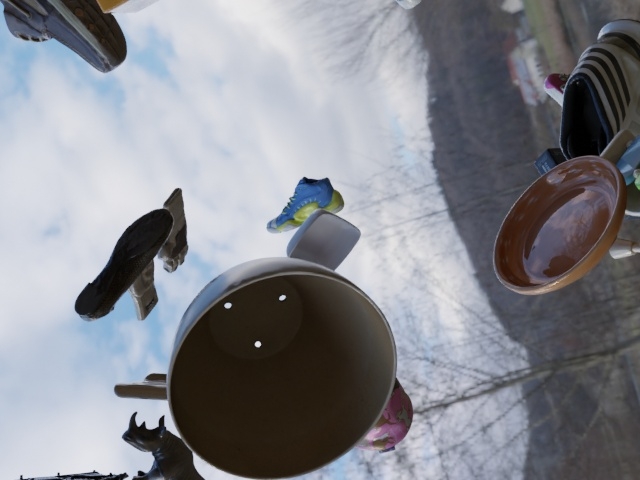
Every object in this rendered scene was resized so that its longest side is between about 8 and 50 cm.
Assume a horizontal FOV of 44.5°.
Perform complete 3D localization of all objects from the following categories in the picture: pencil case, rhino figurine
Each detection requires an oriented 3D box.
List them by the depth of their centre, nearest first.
[{"bbox_3d":[-0.263,0.391,1.338,0.073,0.106,0.243,-124,11,-74],"label":"rhino figurine"},{"bbox_3d":[0.051,0.289,1.627,0.386,0.160,0.167,55,-138,-37],"label":"pencil case"}]

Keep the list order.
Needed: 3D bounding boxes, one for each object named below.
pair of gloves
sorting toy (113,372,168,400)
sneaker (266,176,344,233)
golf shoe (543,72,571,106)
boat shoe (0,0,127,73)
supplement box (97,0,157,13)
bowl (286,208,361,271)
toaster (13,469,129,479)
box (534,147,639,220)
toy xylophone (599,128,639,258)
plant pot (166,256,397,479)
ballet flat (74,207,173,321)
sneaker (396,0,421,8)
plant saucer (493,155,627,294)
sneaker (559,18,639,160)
[{"bbox_3d":[-0.349,0.025,1.665,0.204,0.042,0.240,91,-160,-48],"label":"pair of gloves"},{"bbox_3d":[-0.254,0.274,1.426,0.208,0.193,0.038,49,-137,-85],"label":"sorting toy"},{"bbox_3d":[-0.056,-0.106,2.167,0.126,0.240,0.091,68,-163,-8],"label":"sneaker"},{"bbox_3d":[0.720,-0.339,2.135,0.306,0.140,0.115,30,-129,-10],"label":"golf shoe"},{"bbox_3d":[-0.499,-0.425,1.413,0.355,0.130,0.132,46,-154,-1],"label":"boat shoe"},{"bbox_3d":[-0.317,-0.425,1.291,0.078,0.080,0.233,62,-175,-14],"label":"supplement box"},{"bbox_3d":[0.000,0.000,1.681,0.142,0.142,0.053,27,-164,-41],"label":"bowl"},{"bbox_3d":[-0.438,0.459,1.353,0.168,0.185,0.110,4,-104,-28],"label":"toaster"},{"bbox_3d":[0.620,-0.126,1.773,0.232,0.059,0.183,-6,-121,-30],"label":"box"},{"bbox_3d":[0.493,-0.084,1.003,0.081,0.322,0.236,51,-123,-19],"label":"toy xylophone"},{"bbox_3d":[-0.065,0.137,1.023,0.284,0.284,0.191,64,175,-25],"label":"plant pot"},{"bbox_3d":[-0.353,0.048,1.440,0.250,0.084,0.058,-54,-37,-12],"label":"ballet flat"},{"bbox_3d":[0.072,-0.337,0.919,0.084,0.058,0.152,32,-150,-35],"label":"sneaker"},{"bbox_3d":[0.303,-0.015,0.984,0.037,0.200,0.200,33,-144,-21],"label":"plant saucer"},{"bbox_3d":[0.564,-0.150,1.444,0.257,0.169,0.447,-43,-68,-24],"label":"sneaker"}]
